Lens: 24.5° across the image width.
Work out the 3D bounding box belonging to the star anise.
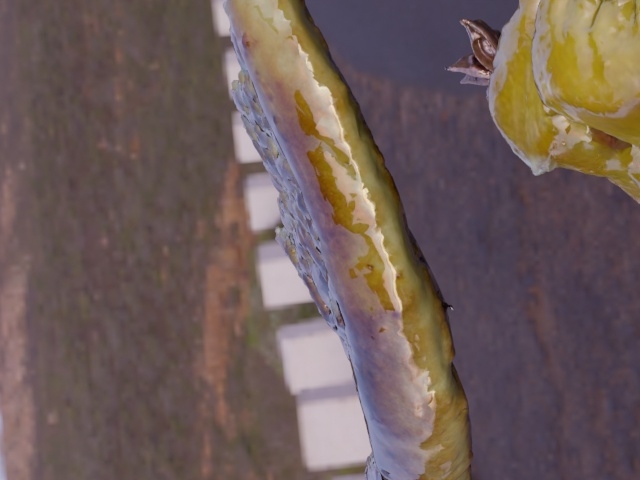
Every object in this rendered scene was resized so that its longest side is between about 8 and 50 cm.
[{"bbox_3d":[0.190,-0.178,1.527,0.129,0.124,0.056,96,176,-52],"label":"star anise"}]

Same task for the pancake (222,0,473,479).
[{"bbox_3d":[0.003,0.004,0.924,0.305,0.067,0.427,57,169,37],"label":"pancake"}]

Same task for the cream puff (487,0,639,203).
[{"bbox_3d":[0.257,-0.152,0.833,0.275,0.378,0.378,-111,13,-50],"label":"cream puff"}]
